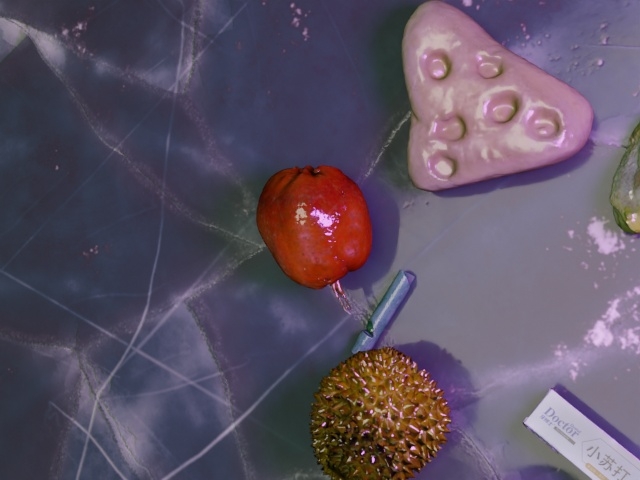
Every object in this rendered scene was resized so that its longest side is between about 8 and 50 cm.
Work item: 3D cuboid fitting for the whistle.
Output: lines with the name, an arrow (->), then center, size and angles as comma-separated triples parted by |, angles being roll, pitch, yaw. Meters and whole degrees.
whistle -> 0.119, 0.141, 1.750 | 0.039, 0.039, 0.186 | 35, 99, 19

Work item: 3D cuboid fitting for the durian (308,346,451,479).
durian -> 0.093, 0.334, 1.645 | 0.258, 0.258, 0.293 | 46, 143, 17

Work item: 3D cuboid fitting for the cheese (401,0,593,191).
cheese -> 0.316, -0.270, 1.648 | 0.328, 0.130, 0.350 | -2, 88, 23

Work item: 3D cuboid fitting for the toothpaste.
toothpaste -> 0.497, 0.384, 1.576 | 0.313, 0.071, 0.089 | 40, 97, 19

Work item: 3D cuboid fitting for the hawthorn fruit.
hawthorn fruit -> 0.000, 0.000, 1.721 | 0.211, 0.211, 0.299 | -18, 89, 19

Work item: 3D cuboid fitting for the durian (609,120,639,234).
durian -> 0.576, -0.127, 1.553 | 0.139, 0.101, 0.250 | 26, 90, 22
